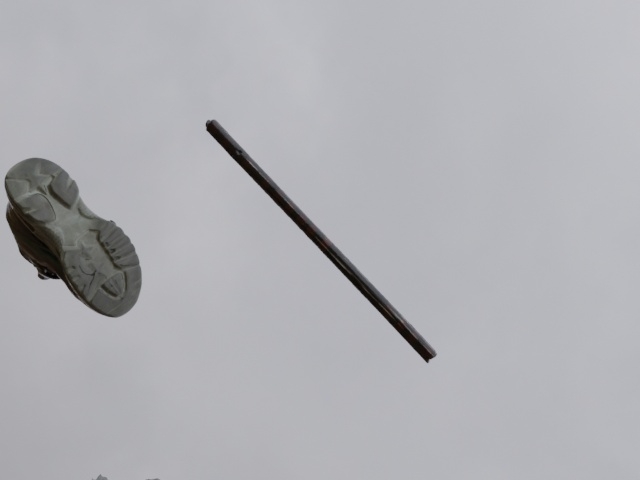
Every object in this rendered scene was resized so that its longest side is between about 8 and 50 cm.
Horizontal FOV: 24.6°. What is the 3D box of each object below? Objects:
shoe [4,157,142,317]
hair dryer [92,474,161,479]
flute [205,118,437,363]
[{"bbox_3d":[-0.237,0.009,1.362,0.169,0.071,0.099,51,-33,3],"label":"shoe"},{"bbox_3d":[0.016,0.182,0.615,0.173,0.107,0.357,4,-36,44],"label":"hair dryer"},{"bbox_3d":[0.000,0.000,1.203,0.269,0.014,0.014,46,-27,-3],"label":"flute"}]
